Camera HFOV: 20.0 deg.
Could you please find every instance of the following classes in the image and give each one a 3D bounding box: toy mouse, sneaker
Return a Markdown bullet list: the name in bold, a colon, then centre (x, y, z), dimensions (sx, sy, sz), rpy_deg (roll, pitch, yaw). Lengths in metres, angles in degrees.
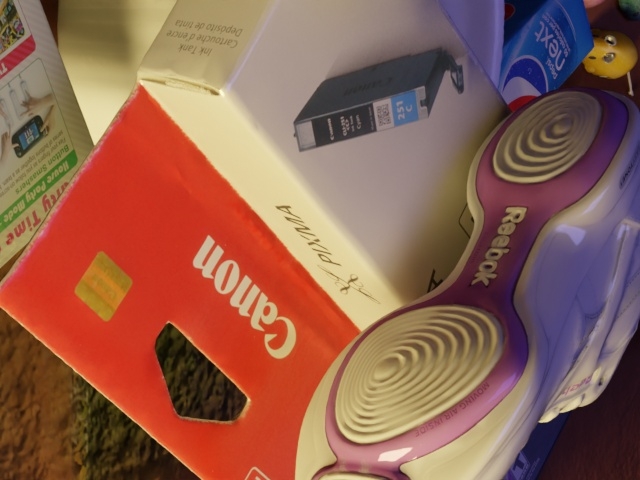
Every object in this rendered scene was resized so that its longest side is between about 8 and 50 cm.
- **toy mouse**: centre (0.239, -0.204, 1.454), dimensions (0.161, 0.031, 0.143), rpy_deg (17, 82, -52)
- **sneaker**: centre (0.102, 0.066, 0.937), dimensions (0.305, 0.114, 0.152), rpy_deg (-53, 135, -27)

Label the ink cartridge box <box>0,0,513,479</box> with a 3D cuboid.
- **ink cartridge box**: centre (0.000, 0.000, 0.939), dimensions (0.296, 0.066, 0.261), rpy_deg (49, 63, -46)

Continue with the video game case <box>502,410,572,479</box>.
- **video game case**: centre (0.140, 0.046, 1.379), dimensions (0.196, 0.026, 0.274), rpy_deg (-58, 137, -28)

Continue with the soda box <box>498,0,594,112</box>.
- **soda box**: centre (0.109, -0.110, 1.273), dimensions (0.210, 0.071, 0.067), rpy_deg (-47, 130, -36)

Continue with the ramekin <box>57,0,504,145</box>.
- **ramekin**: centre (-0.023, -0.123, 1.052), dimensions (0.277, 0.135, 0.277), rpy_deg (-11, 104, -50)

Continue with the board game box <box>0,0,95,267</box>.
- **board game box**: centre (-0.235, -0.101, 0.798), dimensions (0.224, 0.097, 0.303), rpy_deg (-48, 132, -43)
